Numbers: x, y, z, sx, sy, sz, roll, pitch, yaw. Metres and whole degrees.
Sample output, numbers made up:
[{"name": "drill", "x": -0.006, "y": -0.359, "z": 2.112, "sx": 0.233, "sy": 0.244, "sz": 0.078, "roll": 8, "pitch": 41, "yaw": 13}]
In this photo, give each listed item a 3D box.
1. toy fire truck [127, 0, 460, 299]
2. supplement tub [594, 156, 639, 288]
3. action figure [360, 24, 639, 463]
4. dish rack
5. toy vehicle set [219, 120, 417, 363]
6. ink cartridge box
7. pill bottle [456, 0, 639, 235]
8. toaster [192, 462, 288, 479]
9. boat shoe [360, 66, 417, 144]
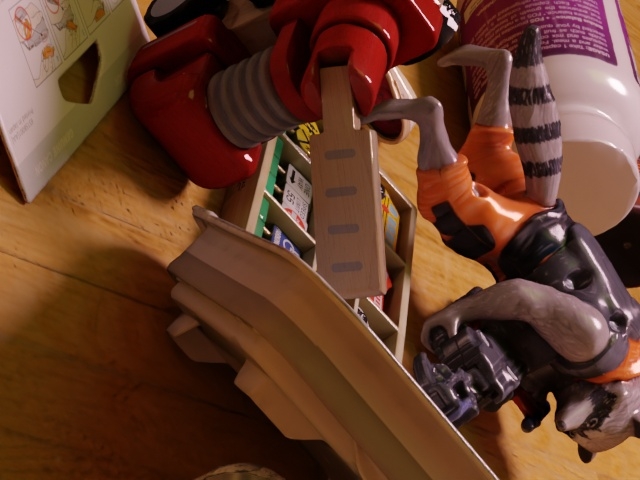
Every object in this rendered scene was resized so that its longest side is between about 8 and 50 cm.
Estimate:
[{"name": "toy fire truck", "x": -0.022, "y": -0.080, "z": 1.223, "sx": 0.158, "sy": 0.217, "sz": 0.246, "roll": 50, "pitch": 35, "yaw": -27}, {"name": "supplement tub", "x": 0.313, "y": -0.044, "z": 1.891, "sx": 0.106, "sy": 0.106, "sz": 0.198, "roll": 47, "pitch": 26, "yaw": -21}, {"name": "action figure", "x": 0.154, "y": 0.023, "z": 1.399, "sx": 0.330, "sy": 0.179, "sz": 0.341, "roll": 62, "pitch": 17, "yaw": -7}, {"name": "dish rack", "x": 0.017, "y": 0.115, "z": 1.076, "sx": 0.285, "sy": 0.072, "sz": 0.333, "roll": 51, "pitch": -8, "yaw": -14}, {"name": "toy vehicle set", "x": 0.000, "y": 0.000, "z": 1.363, "sx": 0.166, "sy": 0.035, "sz": 0.267, "roll": 46, "pitch": 27, "yaw": -22}, {"name": "ink cartridge box", "x": -0.203, "y": -0.181, "z": 1.192, "sx": 0.275, "sy": 0.060, "sz": 0.238, "roll": -63, "pitch": 142, "yaw": -62}, {"name": "pill bottle", "x": 0.223, "y": -0.143, "z": 1.773, "sx": 0.169, "sy": 0.169, "sz": 0.301, "roll": 40, "pitch": 29, "yaw": -31}, {"name": "toaster", "x": -0.024, "y": 0.222, "z": 0.957, "sx": 0.227, "sy": 0.129, "sz": 0.146, "roll": 42, "pitch": 27, "yaw": -31}, {"name": "boat shoe", "x": 0.027, "y": -0.153, "z": 1.557, "sx": 0.170, "sy": 0.063, "sz": 0.059, "roll": 50, "pitch": 20, "yaw": -15}]
